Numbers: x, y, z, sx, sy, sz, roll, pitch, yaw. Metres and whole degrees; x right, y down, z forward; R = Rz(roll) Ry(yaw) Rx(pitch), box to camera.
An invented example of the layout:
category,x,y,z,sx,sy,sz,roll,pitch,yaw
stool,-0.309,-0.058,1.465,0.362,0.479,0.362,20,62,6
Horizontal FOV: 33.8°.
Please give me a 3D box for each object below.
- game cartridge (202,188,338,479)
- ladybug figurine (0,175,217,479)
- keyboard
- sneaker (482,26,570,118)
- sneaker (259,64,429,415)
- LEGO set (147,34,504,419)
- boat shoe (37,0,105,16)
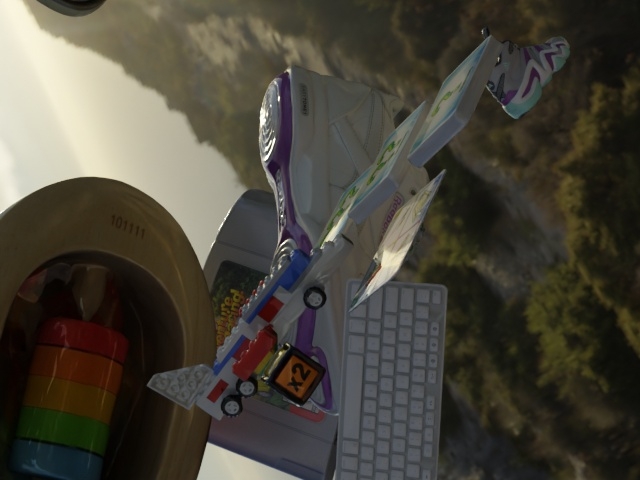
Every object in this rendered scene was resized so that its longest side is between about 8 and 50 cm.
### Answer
category,x,y,z,sx,sy,sz,roll,pitch,yaw
game cartridge,-0.046,0.103,1.139,0.060,0.196,0.294,-17,-58,-65
ladybug figurine,-0.259,0.159,1.005,0.305,0.449,0.162,28,153,-32
keyboard,0.046,0.156,0.732,0.014,0.072,0.256,-2,-85,-79
sneaker,0.159,-0.151,0.851,0.069,0.098,0.038,41,142,-6
sneaker,0.033,-0.007,0.880,0.114,0.152,0.305,137,133,-60
LEGO set,0.000,0.000,0.576,0.060,0.244,0.182,36,141,-9
boat shoe,-0.190,-0.317,0.921,0.113,0.103,0.302,30,-139,-24
